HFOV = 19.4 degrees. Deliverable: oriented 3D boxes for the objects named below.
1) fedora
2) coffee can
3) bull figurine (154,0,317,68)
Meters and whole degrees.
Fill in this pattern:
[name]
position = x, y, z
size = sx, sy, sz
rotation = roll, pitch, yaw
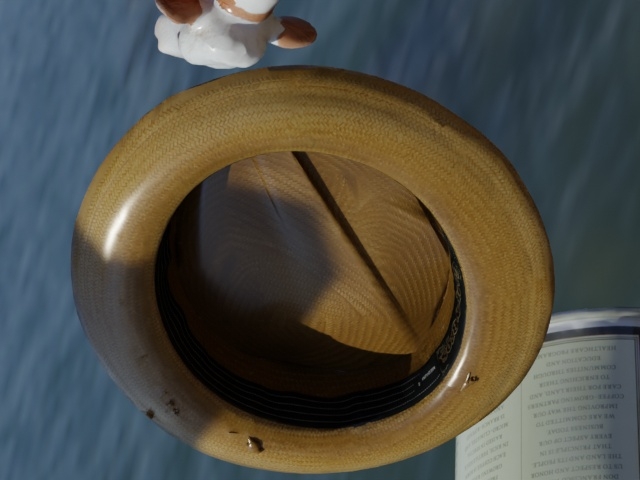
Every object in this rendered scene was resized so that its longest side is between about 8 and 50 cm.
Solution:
[fedora]
position = -0.003, 0.002, 0.724
size = 0.079, 0.194, 0.194
rotation = -91, 22, -54
[coffee can]
position = 0.175, 0.206, 1.100
size = 0.201, 0.202, 0.275
rotation = 128, 150, -54
[bull figurine]
position = -0.058, -0.238, 0.997
size = 0.310, 0.101, 0.188
rotation = 98, 155, -51
